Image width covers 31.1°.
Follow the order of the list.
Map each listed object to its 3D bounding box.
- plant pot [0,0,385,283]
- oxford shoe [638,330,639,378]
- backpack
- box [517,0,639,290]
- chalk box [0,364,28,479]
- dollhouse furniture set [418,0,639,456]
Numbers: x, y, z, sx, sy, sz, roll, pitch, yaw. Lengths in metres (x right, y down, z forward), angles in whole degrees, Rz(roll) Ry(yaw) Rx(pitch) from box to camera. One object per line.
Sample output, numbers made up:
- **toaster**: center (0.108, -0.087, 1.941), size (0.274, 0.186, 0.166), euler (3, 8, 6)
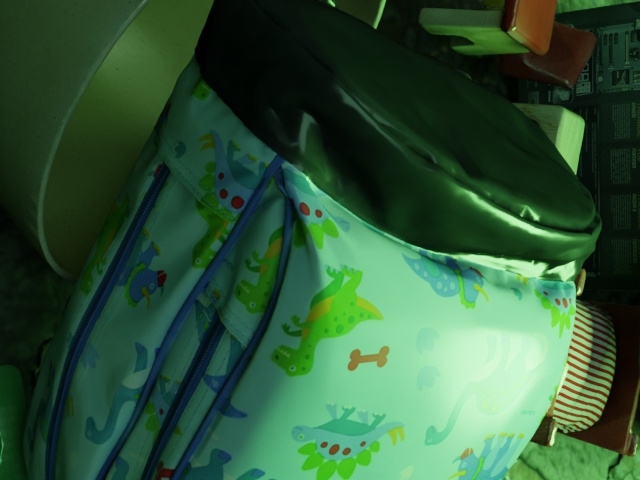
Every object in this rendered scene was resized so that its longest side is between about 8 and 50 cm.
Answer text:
- **plant pot**: center (-0.118, -0.141, 0.700), size (0.191, 0.284, 0.284), euler (41, 63, 17)
- **oxford shoe**: center (0.290, 0.035, 0.805), size (0.082, 0.096, 0.227), euler (22, 85, -14)
- **backpack**: center (-0.019, 0.079, 0.657), size (0.290, 0.273, 0.355), euler (21, 121, -44)
- **box**: center (0.253, -0.075, 0.937), size (0.059, 0.183, 0.233), euler (2, 87, -52)
- **chalk box**: center (-0.291, 0.134, 0.613), size (0.288, 0.179, 0.180), euler (-8, 93, -31)
- **dollhouse furniture set**: center (0.165, -0.042, 0.848), size (0.201, 0.152, 0.374), euler (15, 85, -57)
